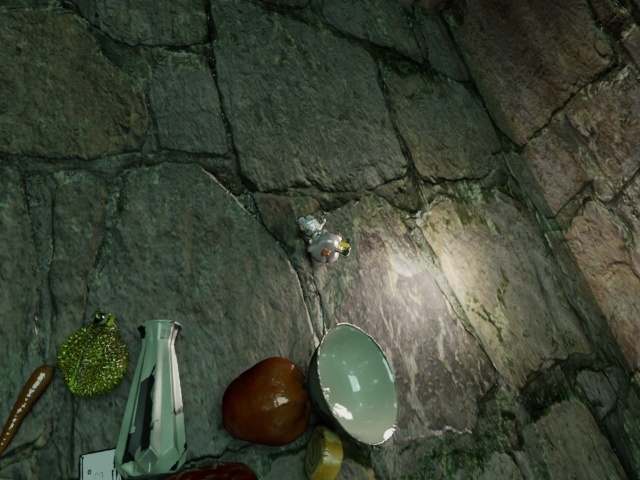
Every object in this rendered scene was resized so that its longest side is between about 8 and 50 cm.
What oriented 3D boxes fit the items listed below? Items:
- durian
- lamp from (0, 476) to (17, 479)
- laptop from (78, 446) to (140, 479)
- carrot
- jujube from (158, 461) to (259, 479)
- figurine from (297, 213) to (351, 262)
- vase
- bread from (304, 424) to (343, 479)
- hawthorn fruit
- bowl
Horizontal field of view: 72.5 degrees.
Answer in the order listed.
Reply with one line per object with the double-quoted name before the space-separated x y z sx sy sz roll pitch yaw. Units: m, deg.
"durian" -0.560 0.289 1.083 0.159 0.146 0.198 -23 65 -3
"lamp" -0.720 0.537 0.905 0.192 0.106 0.106 19 57 -3
"laptop" -0.492 0.592 1.023 0.135 0.016 0.197 -1 64 -26
"carrot" -0.700 0.396 1.024 0.048 0.048 0.217 25 61 -10
"jujube" -0.286 0.627 0.978 0.317 0.223 0.223 -8 66 -36
"figurine" 0.000 0.000 1.515 0.137 0.112 0.229 -18 59 -39
"vase" -0.412 0.387 1.091 0.164 0.165 0.361 5 58 -22
"bread" 0.004 0.582 1.185 0.073 0.149 0.122 23 98 -12
"hawthorn fruit" -0.155 0.435 1.151 0.260 0.224 0.224 -18 70 -5
"bowl" 0.062 0.423 1.249 0.337 0.157 0.338 33 38 -31
